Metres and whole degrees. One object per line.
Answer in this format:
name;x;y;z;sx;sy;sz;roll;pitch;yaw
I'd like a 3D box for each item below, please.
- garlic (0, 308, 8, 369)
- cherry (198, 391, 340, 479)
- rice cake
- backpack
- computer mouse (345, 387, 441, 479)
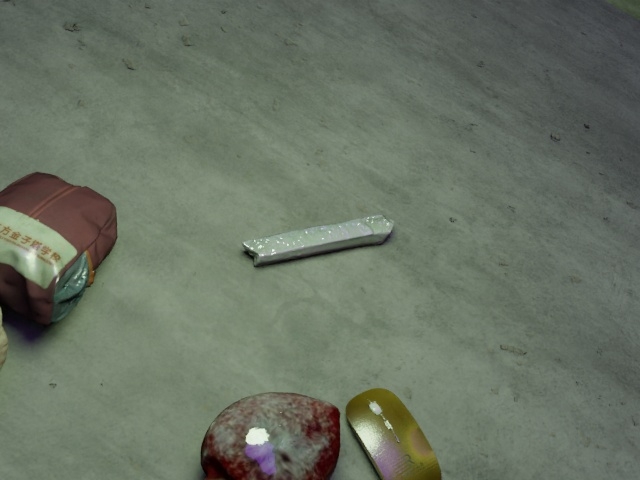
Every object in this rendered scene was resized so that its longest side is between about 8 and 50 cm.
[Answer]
garlic;-0.696;0.170;1.263;0.318;0.259;0.317;-7;106;-26
cherry;-0.086;0.390;1.351;0.300;0.203;0.230;-26;66;-27
rice cake;0.000;0.000;1.677;0.365;0.072;0.056;-11;67;-21
backpack;-0.553;-0.002;1.465;0.283;0.197;0.317;29;38;0
computer mouse;0.146;0.410;1.490;0.126;0.056;0.245;-21;66;-25
